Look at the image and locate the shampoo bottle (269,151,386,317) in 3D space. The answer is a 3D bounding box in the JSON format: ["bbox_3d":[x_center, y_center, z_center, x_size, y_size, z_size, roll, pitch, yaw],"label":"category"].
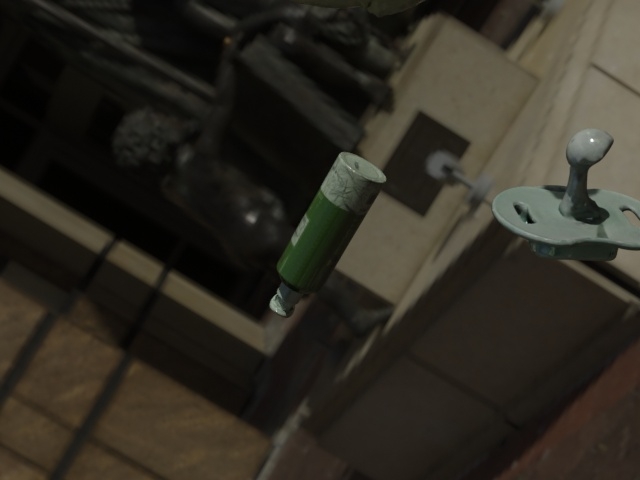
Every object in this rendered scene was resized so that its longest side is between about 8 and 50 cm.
[{"bbox_3d":[0.000,0.000,1.497,0.204,0.065,0.065,-60,5,21],"label":"shampoo bottle"}]

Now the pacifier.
[{"bbox_3d":[0.221,-0.043,1.127,0.126,0.150,0.116,-94,8,-64],"label":"pacifier"}]

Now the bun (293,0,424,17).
[{"bbox_3d":[0.027,-0.270,0.684,0.293,0.293,0.187,-58,5,4],"label":"bun"}]
